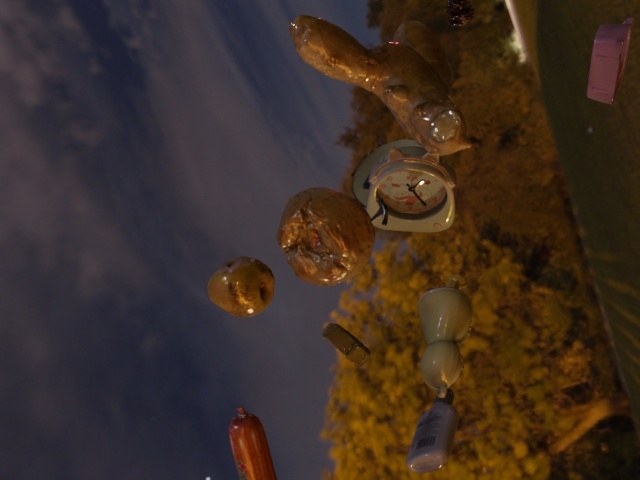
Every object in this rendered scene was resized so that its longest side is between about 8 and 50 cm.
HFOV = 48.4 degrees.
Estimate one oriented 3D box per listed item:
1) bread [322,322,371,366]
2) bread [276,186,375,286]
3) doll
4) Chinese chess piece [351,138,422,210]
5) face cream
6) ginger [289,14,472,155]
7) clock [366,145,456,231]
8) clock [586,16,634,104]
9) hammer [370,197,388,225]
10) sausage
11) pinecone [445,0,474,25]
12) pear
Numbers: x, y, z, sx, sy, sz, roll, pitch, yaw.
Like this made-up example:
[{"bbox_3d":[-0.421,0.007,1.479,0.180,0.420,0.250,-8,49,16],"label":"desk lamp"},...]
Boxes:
[{"bbox_3d":[0.073,0.296,2.050,0.156,0.064,0.117,38,175,25],"label":"bread"},{"bbox_3d":[0.000,0.000,1.619,0.134,0.245,0.244,-33,-76,-53],"label":"bread"},{"bbox_3d":[0.272,0.209,1.535,0.141,0.117,0.296,119,162,-49],"label":"doll"},{"bbox_3d":[0.285,-0.212,2.618,0.146,0.349,0.349,48,-154,-45],"label":"Chinese chess piece"},{"bbox_3d":[0.336,0.544,2.072,0.071,0.144,0.291,50,-146,-13],"label":"face cream"},{"bbox_3d":[0.164,-0.260,1.220,0.363,0.122,0.348,-7,-128,-53],"label":"ginger"},{"bbox_3d":[0.272,-0.161,2.102,0.324,0.265,0.108,87,-170,-50],"label":"clock"},{"bbox_3d":[0.541,-0.340,1.330,0.110,0.050,0.152,-57,-29,-32],"label":"clock"},{"bbox_3d":[0.126,-0.035,2.046,0.021,0.201,0.078,8,-129,-40],"label":"hammer"},{"bbox_3d":[-0.126,0.425,1.353,0.071,0.071,0.234,-44,-59,-75],"label":"sausage"},{"bbox_3d":[0.362,-0.601,1.857,0.077,0.077,0.083,-78,-24,-65],"label":"pinecone"},{"bbox_3d":[-0.213,0.121,1.889,0.178,0.178,0.178,-19,-90,-76],"label":"pear"}]
